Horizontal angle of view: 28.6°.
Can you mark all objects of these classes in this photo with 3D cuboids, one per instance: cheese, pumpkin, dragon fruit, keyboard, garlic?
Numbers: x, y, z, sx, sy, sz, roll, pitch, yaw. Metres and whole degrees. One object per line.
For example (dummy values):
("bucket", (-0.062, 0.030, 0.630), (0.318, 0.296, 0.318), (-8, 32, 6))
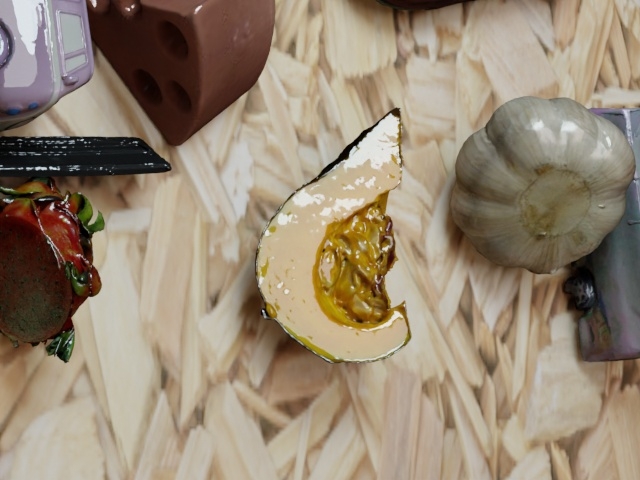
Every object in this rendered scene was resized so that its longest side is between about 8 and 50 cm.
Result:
("cheese", (-0.126, -0.224, 1.245), (0.128, 0.177, 0.203), (-41, 102, -33))
("pumpkin", (-0.001, -0.002, 1.333), (0.163, 0.111, 0.278), (4, 77, -18))
("dragon fruit", (-0.252, 0.009, 1.144), (0.175, 0.138, 0.142), (-69, 154, -46))
("keyboard", (-0.268, -0.079, 1.184), (0.251, 0.087, 0.017), (-2, 117, -34))
("garlic", (0.252, -0.083, 1.487), (0.218, 0.218, 0.212), (37, 21, -21))

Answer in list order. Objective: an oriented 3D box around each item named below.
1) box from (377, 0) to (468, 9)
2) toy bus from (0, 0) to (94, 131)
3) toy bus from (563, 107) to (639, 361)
("box", (0.186, -0.417, 1.499), (0.404, 0.108, 0.263), (-16, 110, -34))
("toy bus", (-0.293, -0.203, 1.144), (0.142, 0.142, 0.202), (-4, 85, -40))
("toy bus", (0.371, -0.013, 1.541), (0.112, 0.138, 0.316), (-2, 82, -34))
